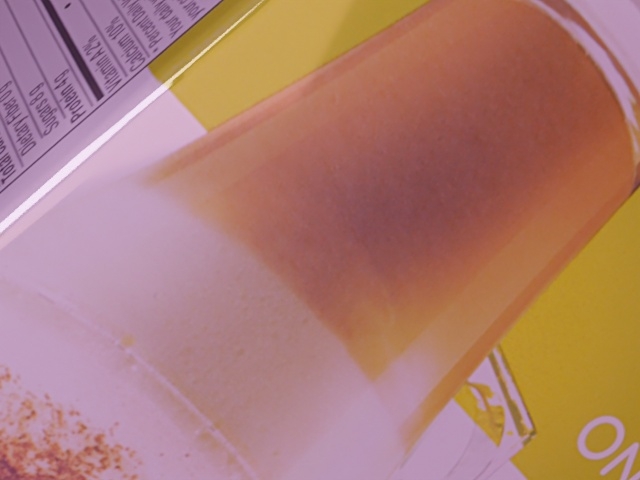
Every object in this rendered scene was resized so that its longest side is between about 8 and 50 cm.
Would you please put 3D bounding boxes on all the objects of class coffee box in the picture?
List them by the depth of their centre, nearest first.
[{"bbox_3d":[0.000,0.000,0.741,0.334,0.338,0.337,-41,121,3],"label":"coffee box"}]
